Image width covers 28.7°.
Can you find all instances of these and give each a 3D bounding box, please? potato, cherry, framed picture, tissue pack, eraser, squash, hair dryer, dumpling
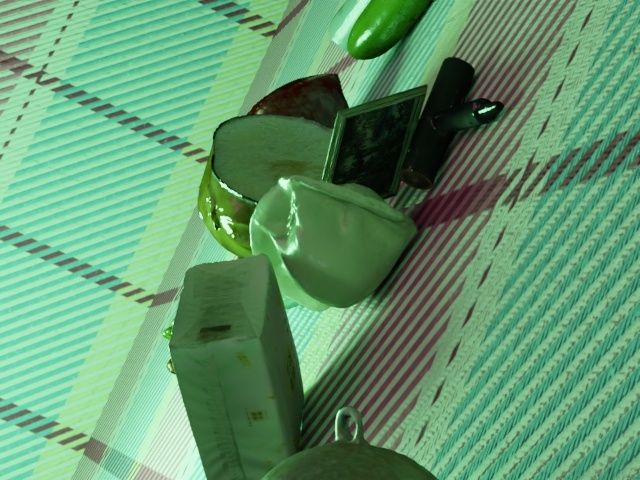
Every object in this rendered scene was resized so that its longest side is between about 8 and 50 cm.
[{"bbox_3d":[-0.051,-0.040,1.786,0.299,0.247,0.196,-103,14,-62],"label":"potato"},{"bbox_3d":[-0.040,-0.174,2.065,0.175,0.192,0.249,26,78,41],"label":"cherry"},{"bbox_3d":[0.063,-0.105,1.565,0.011,0.142,0.183,47,142,31],"label":"framed picture"},{"bbox_3d":[-0.096,0.161,1.530,0.185,0.124,0.225,-83,-16,-58],"label":"tissue pack"},{"bbox_3d":[0.114,-0.447,2.149,0.174,0.081,0.227,-52,1,-38],"label":"eraser"},{"bbox_3d":[0.134,-0.391,2.001,0.292,0.082,0.082,-51,18,41],"label":"squash"},{"bbox_3d":[0.174,-0.163,1.481,0.195,0.050,0.173,-29,38,62],"label":"hair dryer"},{"bbox_3d":[0.000,0.000,1.539,0.252,0.179,0.131,-46,21,53],"label":"dumpling"}]

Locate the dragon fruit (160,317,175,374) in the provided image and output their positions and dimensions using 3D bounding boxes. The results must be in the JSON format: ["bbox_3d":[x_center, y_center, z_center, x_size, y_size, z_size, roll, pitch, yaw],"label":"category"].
[{"bbox_3d":[-0.227,0.195,2.290,0.142,0.175,0.138,-27,36,16],"label":"dragon fruit"}]

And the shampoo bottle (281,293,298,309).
[{"bbox_3d":[-0.017,0.060,1.812,0.069,0.041,0.191,-58,11,-17],"label":"shampoo bottle"}]

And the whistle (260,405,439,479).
[{"bbox_3d":[0.029,0.303,0.973,0.189,0.189,0.347,169,104,-75],"label":"whistle"}]
